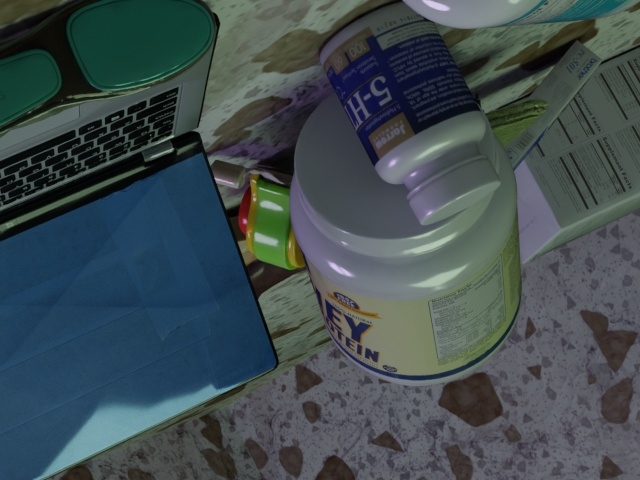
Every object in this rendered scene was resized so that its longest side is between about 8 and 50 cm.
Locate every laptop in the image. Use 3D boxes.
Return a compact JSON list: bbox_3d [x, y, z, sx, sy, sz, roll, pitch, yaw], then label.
[{"bbox_3d":[-0.227,0.050,1.159,0.382,0.236,0.408,-25,171,-14],"label":"laptop"}]

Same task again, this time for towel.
[{"bbox_3d":[0.185,-0.121,1.604,0.148,0.027,0.110,-21,167,-29],"label":"towel"}]

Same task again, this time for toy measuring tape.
[{"bbox_3d":[-0.057,-0.025,1.579,0.121,0.121,0.330,-29,171,16],"label":"toy measuring tape"}]

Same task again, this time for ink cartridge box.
[{"bbox_3d":[0.274,-0.155,1.778,0.207,0.046,0.097,-50,174,-9],"label":"ink cartridge box"}]

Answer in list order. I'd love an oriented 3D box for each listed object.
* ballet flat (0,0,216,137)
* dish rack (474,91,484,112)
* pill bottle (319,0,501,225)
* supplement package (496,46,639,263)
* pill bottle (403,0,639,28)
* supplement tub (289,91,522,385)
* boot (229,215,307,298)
[{"bbox_3d":[-0.176,-0.121,0.937,0.213,0.072,0.068,-23,-162,-17],"label":"ballet flat"},{"bbox_3d":[0.105,-0.120,1.683,0.208,0.074,0.271,-29,169,3],"label":"dish rack"},{"bbox_3d":[0.087,-0.115,1.276,0.112,0.186,0.112,-26,170,-5],"label":"pill bottle"},{"bbox_3d":[0.388,-0.125,2.035,0.263,0.198,0.199,-24,170,-14],"label":"supplement package"},{"bbox_3d":[0.133,-0.221,0.949,0.146,0.146,0.264,-34,168,37],"label":"pill bottle"},{"bbox_3d":[0.095,-0.007,1.487,0.235,0.235,0.325,-26,149,-5],"label":"supplement tub"},{"bbox_3d":[-0.071,0.028,1.813,0.248,0.090,0.207,-4,153,-14],"label":"boot"}]
